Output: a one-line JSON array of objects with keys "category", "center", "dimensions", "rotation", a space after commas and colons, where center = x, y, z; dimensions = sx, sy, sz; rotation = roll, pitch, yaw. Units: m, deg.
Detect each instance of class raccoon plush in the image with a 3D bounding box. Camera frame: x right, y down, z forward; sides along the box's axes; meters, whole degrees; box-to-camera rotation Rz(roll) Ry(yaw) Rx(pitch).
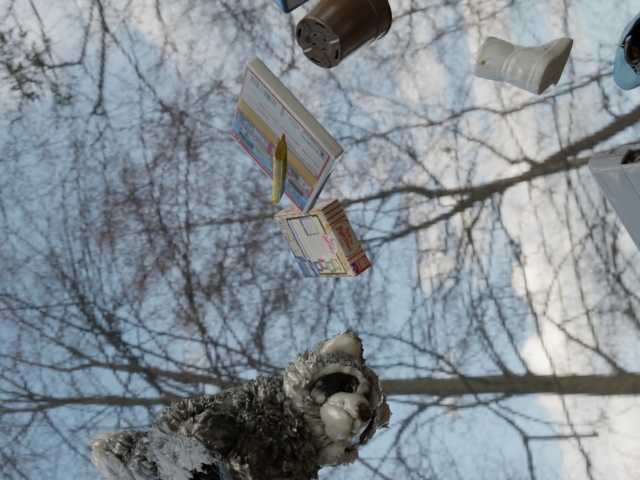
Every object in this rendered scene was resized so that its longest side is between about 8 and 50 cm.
[{"category": "raccoon plush", "center": [-0.116, 0.244, 1.342], "dimensions": [0.299, 0.447, 0.216], "rotation": [-37, -55, -39]}]

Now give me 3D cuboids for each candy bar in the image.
[{"category": "candy bar", "center": [-0.063, -0.103, 1.392], "dimensions": [0.161, 0.018, 0.040], "rotation": [100, -171, -65]}]

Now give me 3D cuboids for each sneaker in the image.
[{"category": "sneaker", "center": [0.409, -0.377, 1.876], "dimensions": [0.292, 0.169, 0.108], "rotation": [-31, -41, -59]}, {"category": "sneaker", "center": [0.344, -0.212, 0.992], "dimensions": [0.073, 0.063, 0.162], "rotation": [-41, -18, -16]}]

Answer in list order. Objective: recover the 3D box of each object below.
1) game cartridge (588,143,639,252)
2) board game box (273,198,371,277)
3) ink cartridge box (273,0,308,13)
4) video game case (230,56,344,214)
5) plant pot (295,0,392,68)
[{"category": "game cartridge", "center": [0.512, -0.047, 1.175], "dimensions": [0.062, 0.297, 0.198], "rotation": [-48, -65, -29]}, {"category": "board game box", "center": [0.000, 0.000, 1.778], "dimensions": [0.045, 0.193, 0.146], "rotation": [-34, -75, -27]}, {"category": "ink cartridge box", "center": [-0.118, -0.586, 1.426], "dimensions": [0.395, 0.151, 0.270], "rotation": [54, 170, 28]}, {"category": "video game case", "center": [-0.064, -0.164, 1.528], "dimensions": [0.025, 0.285, 0.204], "rotation": [-41, -95, -19]}, {"category": "plant pot", "center": [0.043, -0.468, 1.995], "dimensions": [0.165, 0.167, 0.167], "rotation": [-46, -59, -33]}]
